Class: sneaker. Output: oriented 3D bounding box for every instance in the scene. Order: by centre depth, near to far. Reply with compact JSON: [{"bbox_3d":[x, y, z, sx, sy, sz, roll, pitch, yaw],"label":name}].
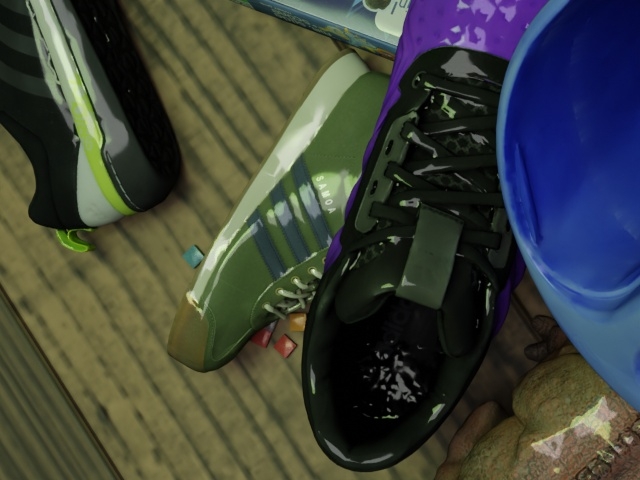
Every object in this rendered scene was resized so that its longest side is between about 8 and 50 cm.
[{"bbox_3d":[0.062,-0.017,0.801,0.102,0.146,0.293,19,110,5],"label":"sneaker"},{"bbox_3d":[0.000,0.000,0.919,0.086,0.064,0.192,32,93,15],"label":"sneaker"},{"bbox_3d":[-0.163,-0.107,0.960,0.097,0.084,0.234,-23,86,18],"label":"sneaker"}]

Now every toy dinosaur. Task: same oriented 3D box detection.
[{"bbox_3d":[0.110,0.117,0.825,0.127,0.200,0.295,37,102,12],"label":"toy dinosaur"}]

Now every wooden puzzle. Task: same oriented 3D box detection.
[{"bbox_3d":[-0.042,0.028,0.969,0.083,0.006,0.049,25,99,15],"label":"wooden puzzle"}]

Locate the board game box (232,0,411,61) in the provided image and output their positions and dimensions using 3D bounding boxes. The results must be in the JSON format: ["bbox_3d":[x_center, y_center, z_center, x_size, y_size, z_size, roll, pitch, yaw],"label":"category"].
[{"bbox_3d":[0.062,-0.157,0.900,0.201,0.035,0.136,23,86,15],"label":"board game box"}]

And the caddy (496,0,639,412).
[{"bbox_3d":[0.210,-0.043,0.657,0.241,0.179,0.341,49,142,7],"label":"caddy"}]
